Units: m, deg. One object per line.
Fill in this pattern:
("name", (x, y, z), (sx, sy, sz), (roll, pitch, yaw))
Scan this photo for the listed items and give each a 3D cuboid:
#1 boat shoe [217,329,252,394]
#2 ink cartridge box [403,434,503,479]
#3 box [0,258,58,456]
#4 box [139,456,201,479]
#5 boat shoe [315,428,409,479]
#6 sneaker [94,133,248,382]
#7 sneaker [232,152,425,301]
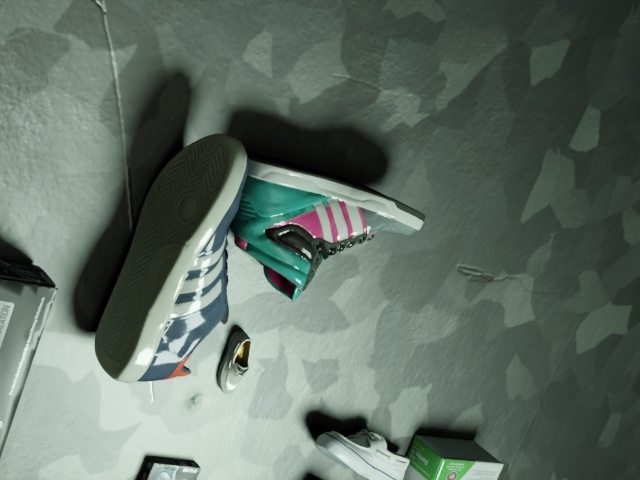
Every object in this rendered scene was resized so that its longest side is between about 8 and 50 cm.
("boat shoe", (-0.119, 0.180, 1.661), (0.035, 0.035, 0.100), (7, 108, -37))
("ink cartridge box", (0.199, 0.448, 1.976), (0.153, 0.087, 0.208), (13, 103, -38))
("box", (-0.480, 0.160, 1.378), (0.242, 0.076, 0.308), (12, 105, -37))
("box", (-0.223, 0.352, 1.685), (0.083, 0.018, 0.067), (16, 103, -38))
("boat shoe", (0.069, 0.337, 1.850), (0.076, 0.083, 0.226), (-60, 142, -11))
("sneaker", (-0.163, 0.029, 1.511), (0.148, 0.131, 0.350), (15, 109, -45))
("sneaker", (0.000, 0.000, 1.595), (0.295, 0.124, 0.179), (15, 98, -30))
